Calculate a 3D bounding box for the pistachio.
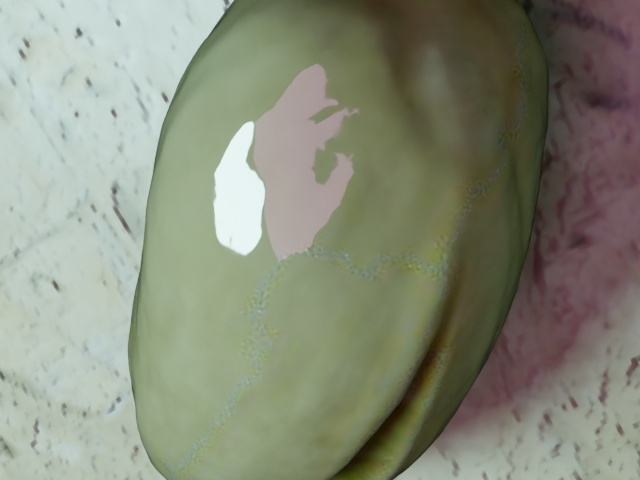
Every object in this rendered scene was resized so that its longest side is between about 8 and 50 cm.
[{"bbox_3d":[0.000,0.000,0.636,0.136,0.136,0.226,27,125,10],"label":"pistachio"}]
